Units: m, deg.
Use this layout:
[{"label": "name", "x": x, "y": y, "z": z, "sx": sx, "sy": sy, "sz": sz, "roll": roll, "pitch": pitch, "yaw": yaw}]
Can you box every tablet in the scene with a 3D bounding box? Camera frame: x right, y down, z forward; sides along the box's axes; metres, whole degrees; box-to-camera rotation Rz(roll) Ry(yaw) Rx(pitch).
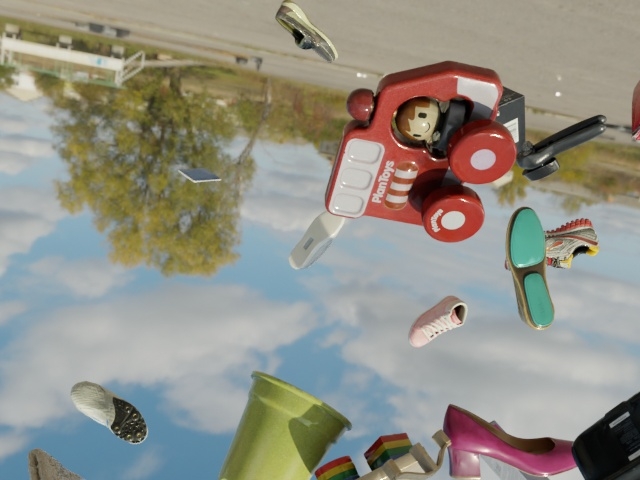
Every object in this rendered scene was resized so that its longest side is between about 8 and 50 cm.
[{"label": "tablet", "x": -0.255, "y": -0.138, "z": 1.336, "sx": 0.054, "sy": 0.006, "sz": 0.083, "roll": 34, "pitch": -156, "yaw": 25}]

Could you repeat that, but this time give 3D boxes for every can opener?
[{"label": "can opener", "x": 0.453, "y": -0.183, "z": 1.195, "sx": 0.073, "sy": 0.186, "sz": 0.059, "roll": 32, "pitch": -135, "yaw": -25}]

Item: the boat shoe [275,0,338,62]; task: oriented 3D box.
[{"label": "boat shoe", "x": -0.044, "y": -0.582, "z": 1.805, "sx": 0.223, "sy": 0.073, "sz": 0.080, "roll": 41, "pitch": 167, "yaw": -29}]

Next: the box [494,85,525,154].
[{"label": "box", "x": 0.390, "y": -0.276, "z": 1.466, "sx": 0.093, "sy": 0.156, "sz": 0.158, "roll": -26, "pitch": -142, "yaw": -14}]

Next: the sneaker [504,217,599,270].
[{"label": "sneaker", "x": 0.541, "y": 0.025, "z": 1.475, "sx": 0.225, "sy": 0.093, "sz": 0.088, "roll": -20, "pitch": 153, "yaw": 7}]

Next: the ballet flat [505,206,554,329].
[{"label": "ballet flat", "x": 0.385, "y": 0.054, "z": 1.194, "sx": 0.080, "sy": 0.233, "sz": 0.073, "roll": -7, "pitch": 178, "yaw": -6}]

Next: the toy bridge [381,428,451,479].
[{"label": "toy bridge", "x": 0.198, "y": 0.420, "z": 1.208, "sx": 0.188, "sy": 0.026, "sz": 0.063, "roll": -9, "pitch": -130, "yaw": -46}]

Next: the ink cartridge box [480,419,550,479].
[{"label": "ink cartridge box", "x": 0.585, "y": 0.687, "z": 1.818, "sx": 0.065, "sy": 0.186, "sz": 0.311, "roll": -28, "pitch": -132, "yaw": -13}]

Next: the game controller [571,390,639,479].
[{"label": "game controller", "x": 0.621, "y": 0.398, "z": 1.225, "sx": 0.067, "sy": 0.319, "sz": 0.167, "roll": 12, "pitch": -137, "yaw": -22}]

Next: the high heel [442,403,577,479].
[{"label": "high heel", "x": 0.498, "y": 0.492, "z": 1.591, "sx": 0.376, "sy": 0.182, "sz": 0.127, "roll": -4, "pitch": -178, "yaw": -9}]

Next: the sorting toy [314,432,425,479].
[{"label": "sorting toy", "x": 0.112, "y": 0.517, "z": 1.410, "sx": 0.257, "sy": 0.089, "sz": 0.255, "roll": -26, "pitch": 151, "yaw": -2}]

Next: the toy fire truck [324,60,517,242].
[{"label": "toy fire truck", "x": 0.152, "y": -0.144, "z": 1.013, "sx": 0.253, "sy": 0.302, "sz": 0.169, "roll": 8, "pitch": -138, "yaw": -8}]

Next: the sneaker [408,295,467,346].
[{"label": "sneaker", "x": 0.233, "y": 0.161, "z": 1.237, "sx": 0.051, "sy": 0.134, "sz": 0.070, "roll": 52, "pitch": 170, "yaw": -14}]

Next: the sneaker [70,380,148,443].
[{"label": "sneaker", "x": -0.529, "y": 0.435, "z": 1.601, "sx": 0.237, "sy": 0.085, "sz": 0.086, "roll": 29, "pitch": 159, "yaw": 17}]

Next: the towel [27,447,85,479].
[{"label": "towel", "x": -0.483, "y": 0.543, "z": 1.220, "sx": 0.049, "sy": 0.187, "sz": 0.282, "roll": -32, "pitch": -136, "yaw": -9}]

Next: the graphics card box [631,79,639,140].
[{"label": "graphics card box", "x": 0.553, "y": -0.172, "z": 0.643, "sx": 0.370, "sy": 0.094, "sz": 0.233, "roll": 11, "pitch": 152, "yaw": 6}]

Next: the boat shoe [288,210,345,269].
[{"label": "boat shoe", "x": 0.000, "y": 0.000, "z": 1.542, "sx": 0.066, "sy": 0.184, "sz": 0.063, "roll": 40, "pitch": -169, "yaw": 25}]

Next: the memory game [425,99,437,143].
[{"label": "memory game", "x": 0.330, "y": -0.318, "z": 1.702, "sx": 0.186, "sy": 0.186, "sz": 0.012, "roll": 6, "pitch": 174, "yaw": -20}]

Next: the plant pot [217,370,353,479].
[{"label": "plant pot", "x": -0.102, "y": 0.485, "z": 1.475, "sx": 0.276, "sy": 0.254, "sz": 0.276, "roll": 25, "pitch": 158, "yaw": 11}]
